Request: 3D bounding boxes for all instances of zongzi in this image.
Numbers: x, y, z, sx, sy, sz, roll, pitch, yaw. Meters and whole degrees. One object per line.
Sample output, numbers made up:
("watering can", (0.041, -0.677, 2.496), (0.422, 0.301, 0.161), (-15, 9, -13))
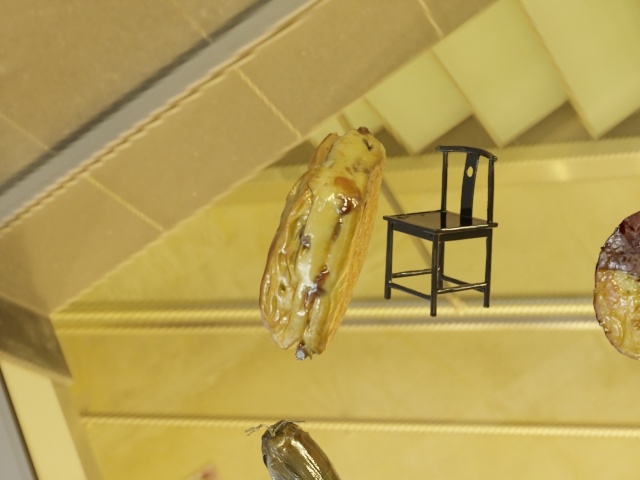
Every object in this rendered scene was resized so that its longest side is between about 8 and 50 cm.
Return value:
("zongzi", (0.001, 0.327, 1.429), (0.084, 0.184, 0.187), (-35, 133, -17))

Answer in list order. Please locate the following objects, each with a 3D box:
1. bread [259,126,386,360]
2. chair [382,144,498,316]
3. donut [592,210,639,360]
("bread", (0.000, 0.000, 1.282), (0.099, 0.210, 0.235), (16, 118, 6))
("chair", (0.201, -0.021, 1.843), (0.141, 0.154, 0.260), (-7, 104, -32))
("donut", (0.404, 0.051, 1.292), (0.166, 0.184, 0.073), (-2, -179, 30))
